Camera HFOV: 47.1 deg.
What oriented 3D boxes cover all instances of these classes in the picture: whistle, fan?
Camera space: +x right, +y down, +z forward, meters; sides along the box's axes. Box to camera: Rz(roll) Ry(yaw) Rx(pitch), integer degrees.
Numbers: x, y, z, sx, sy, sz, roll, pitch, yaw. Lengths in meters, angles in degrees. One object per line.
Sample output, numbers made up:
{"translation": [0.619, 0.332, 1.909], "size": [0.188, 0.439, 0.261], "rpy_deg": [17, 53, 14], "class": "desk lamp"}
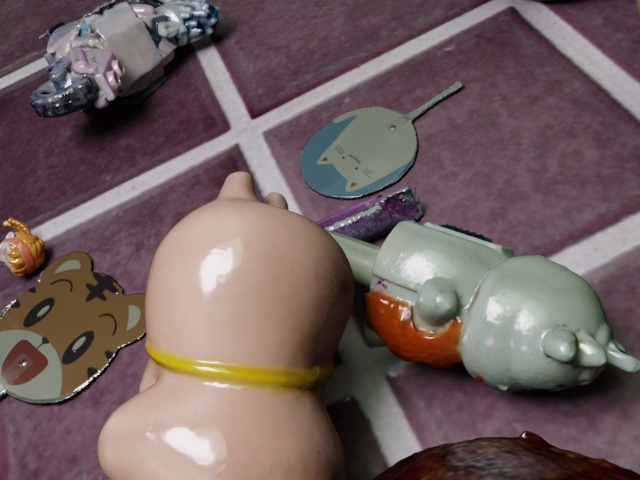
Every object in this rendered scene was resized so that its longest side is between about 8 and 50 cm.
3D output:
{"translation": [0.000, 0.000, 0.608], "size": [0.176, 0.033, 0.033], "rpy_deg": [-23, 49, 3], "class": "whistle"}
{"translation": [0.060, -0.099, 0.681], "size": [0.175, 0.005, 0.113], "rpy_deg": [-34, 49, -6], "class": "fan"}
{"translation": [-0.257, 0.109, 0.636], "size": [0.152, 0.008, 0.227], "rpy_deg": [29, 67, 35], "class": "fan"}
{"translation": [0.087, 0.039, 0.499], "size": [0.253, 0.102, 0.106], "rpy_deg": [22, 67, 30], "class": "whistle"}

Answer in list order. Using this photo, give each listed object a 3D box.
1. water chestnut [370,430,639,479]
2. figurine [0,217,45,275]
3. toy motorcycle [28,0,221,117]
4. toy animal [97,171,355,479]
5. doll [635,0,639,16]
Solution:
{"translation": [0.080, 0.197, 0.301], "size": [0.223, 0.238, 0.224], "rpy_deg": [2, 93, 41], "class": "water chestnut"}
{"translation": [-0.316, 0.001, 0.714], "size": [0.109, 0.064, 0.047], "rpy_deg": [15, 38, 19], "class": "figurine"}
{"translation": [-0.207, -0.221, 0.811], "size": [0.203, 0.108, 0.239], "rpy_deg": [-17, 49, 7], "class": "toy motorcycle"}
{"translation": [-0.046, 0.080, 0.457], "size": [0.149, 0.165, 0.248], "rpy_deg": [-22, 62, 39], "class": "toy animal"}
{"translation": [0.394, -0.178, 0.478], "size": [0.349, 0.247, 0.247], "rpy_deg": [29, 67, 26], "class": "doll"}
